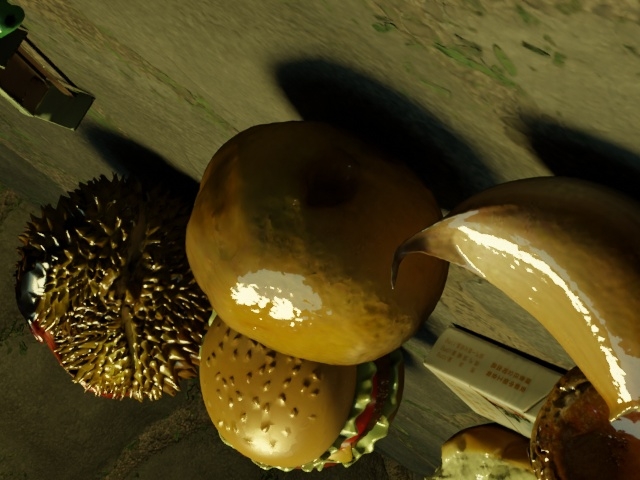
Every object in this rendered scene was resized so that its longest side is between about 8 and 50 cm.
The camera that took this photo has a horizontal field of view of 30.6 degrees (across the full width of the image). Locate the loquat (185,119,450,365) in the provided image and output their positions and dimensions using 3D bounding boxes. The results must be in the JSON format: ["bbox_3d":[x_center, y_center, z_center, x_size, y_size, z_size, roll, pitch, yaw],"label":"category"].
[{"bbox_3d":[0.000,0.000,0.977,0.238,0.193,0.238,13,150,7],"label":"loquat"}]

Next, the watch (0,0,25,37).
[{"bbox_3d":[-0.275,-0.224,0.851,0.152,0.165,0.131,0,137,38],"label":"watch"}]

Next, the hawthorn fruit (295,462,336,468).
[{"bbox_3d":[-0.035,0.230,1.862,0.295,0.295,0.311,29,169,21],"label":"hawthorn fruit"}]

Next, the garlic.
[{"bbox_3d":[0.171,0.014,0.779,0.206,0.128,0.115,33,-147,15],"label":"garlic"}]

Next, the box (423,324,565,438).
[{"bbox_3d":[0.253,0.192,1.397,0.233,0.067,0.149,21,166,47],"label":"box"}]

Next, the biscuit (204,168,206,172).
[{"bbox_3d":[-0.014,0.010,1.445,0.322,0.038,0.099,34,172,-3],"label":"biscuit"}]

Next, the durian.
[{"bbox_3d":[-0.280,0.064,1.709,0.347,0.348,0.384,35,178,-10],"label":"durian"}]

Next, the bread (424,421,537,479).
[{"bbox_3d":[0.290,0.352,1.523,0.250,0.225,0.279,13,-178,-45],"label":"bread"}]

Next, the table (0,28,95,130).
[{"bbox_3d":[-0.390,-0.218,1.458,0.175,0.062,0.146,22,164,34],"label":"table"}]

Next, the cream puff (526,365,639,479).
[{"bbox_3d":[0.301,0.193,1.108,0.183,0.183,0.169,29,-169,21],"label":"cream puff"}]

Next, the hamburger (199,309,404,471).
[{"bbox_3d":[-0.037,0.174,1.550,0.274,0.275,0.212,26,-172,30],"label":"hamburger"}]
